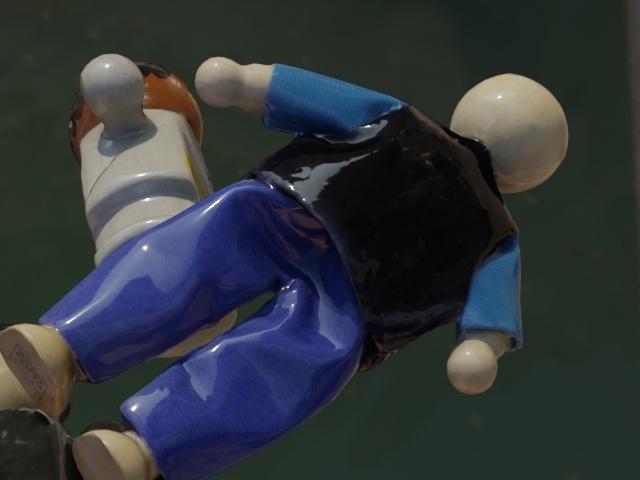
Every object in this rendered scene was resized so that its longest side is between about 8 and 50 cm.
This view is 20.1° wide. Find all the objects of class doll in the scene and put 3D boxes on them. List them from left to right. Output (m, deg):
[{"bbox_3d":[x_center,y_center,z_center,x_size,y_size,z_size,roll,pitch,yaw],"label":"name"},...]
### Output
[{"bbox_3d":[0.000,0.000,0.533,0.129,0.189,0.046,53,155,12],"label":"doll"}]

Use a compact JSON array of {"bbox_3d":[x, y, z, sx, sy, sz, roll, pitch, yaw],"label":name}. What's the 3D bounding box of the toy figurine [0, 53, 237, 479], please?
[{"bbox_3d":[-0.143,0.009,0.611,0.209,0.213,0.148,-61,23,22],"label":"toy figurine"}]
